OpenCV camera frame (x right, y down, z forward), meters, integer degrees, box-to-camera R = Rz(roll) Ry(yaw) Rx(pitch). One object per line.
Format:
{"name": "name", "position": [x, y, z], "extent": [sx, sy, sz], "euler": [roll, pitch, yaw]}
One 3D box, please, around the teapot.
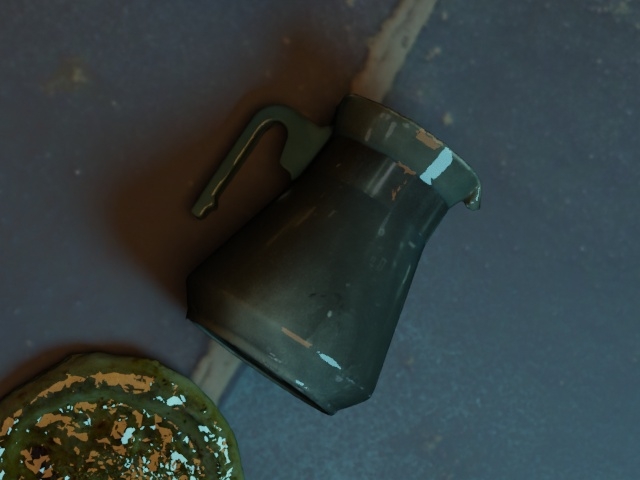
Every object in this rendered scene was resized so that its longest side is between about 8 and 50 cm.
{"name": "teapot", "position": [0.000, 0.000, 1.497], "extent": [0.203, 0.171, 0.225], "euler": [32, 82, 13]}

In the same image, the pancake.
{"name": "pancake", "position": [-0.174, 0.211, 1.537], "extent": [0.253, 0.037, 0.254], "euler": [-3, 100, -14]}
